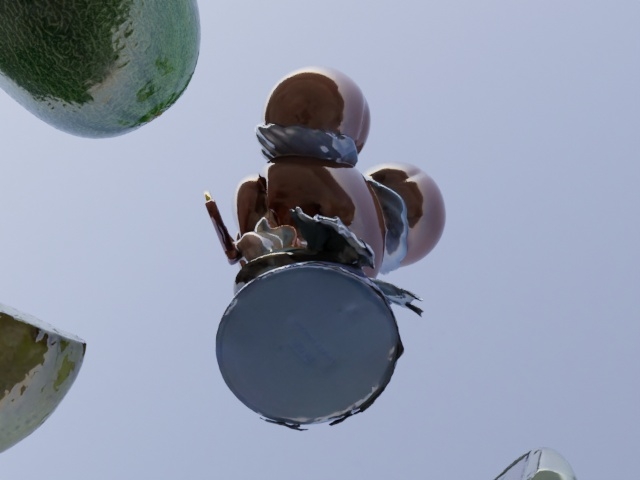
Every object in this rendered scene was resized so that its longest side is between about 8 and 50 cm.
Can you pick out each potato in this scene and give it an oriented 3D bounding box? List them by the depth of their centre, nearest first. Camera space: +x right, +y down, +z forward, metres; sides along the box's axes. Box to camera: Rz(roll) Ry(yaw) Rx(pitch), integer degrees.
[{"bbox_3d":[-0.313,0.081,1.031,0.298,0.141,0.176,0,-89,-5],"label":"potato"}]

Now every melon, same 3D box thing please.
[{"bbox_3d":[-0.201,-0.214,1.118,0.182,0.182,0.288,-20,-79,31],"label":"melon"}]

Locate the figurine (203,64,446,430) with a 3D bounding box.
[{"bbox_3d":[-0.002,0.000,1.619,0.248,0.276,0.388,-33,-159,12],"label":"figurine"}]

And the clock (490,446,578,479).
[{"bbox_3d":[0.228,0.288,1.205,0.243,0.146,0.199,44,-73,-3],"label":"clock"}]
